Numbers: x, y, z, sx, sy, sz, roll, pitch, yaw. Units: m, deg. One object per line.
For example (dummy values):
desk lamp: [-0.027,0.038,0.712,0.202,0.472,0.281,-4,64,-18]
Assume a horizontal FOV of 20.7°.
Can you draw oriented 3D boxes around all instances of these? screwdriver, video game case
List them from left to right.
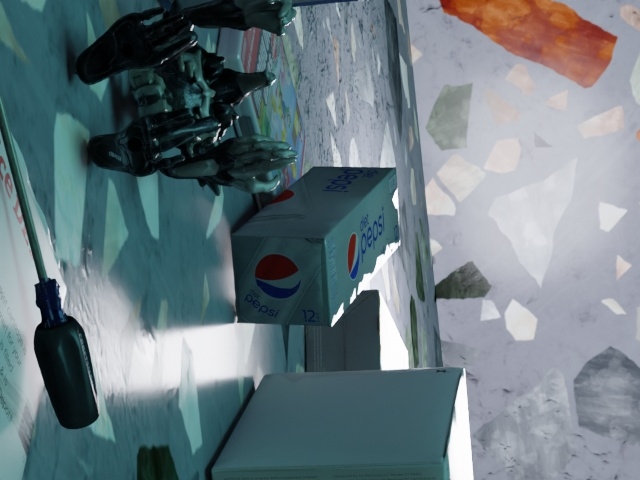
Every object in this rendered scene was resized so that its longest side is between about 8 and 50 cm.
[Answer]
screwdriver: [-0.122,0.004,0.769,0.025,0.024,0.170,-27,114,-50]
video game case: [-0.057,-0.144,1.818,0.204,0.025,0.285,-85,167,-45]

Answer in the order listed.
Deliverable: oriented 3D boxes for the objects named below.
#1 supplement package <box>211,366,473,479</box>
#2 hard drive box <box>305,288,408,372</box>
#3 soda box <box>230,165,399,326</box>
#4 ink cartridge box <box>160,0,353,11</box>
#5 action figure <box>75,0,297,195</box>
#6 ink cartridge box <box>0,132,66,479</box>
supplement package: [0.029,0.225,1.604,0.262,0.204,0.145,-57,144,-74]
hard drive box: [0.047,0.181,2.081,0.232,0.089,0.181,63,25,-67]
soda box: [0.000,0.000,1.755,0.286,0.098,0.091,-44,133,-67]
ink cartridge box: [-0.012,-0.402,1.473,0.151,0.270,0.395,67,21,-67]
action figure: [-0.083,-0.110,1.318,0.275,0.141,0.164,-30,114,-76]
ink cartridge box: [-0.189,0.048,0.717,0.237,0.100,0.172,-85,167,-45]
